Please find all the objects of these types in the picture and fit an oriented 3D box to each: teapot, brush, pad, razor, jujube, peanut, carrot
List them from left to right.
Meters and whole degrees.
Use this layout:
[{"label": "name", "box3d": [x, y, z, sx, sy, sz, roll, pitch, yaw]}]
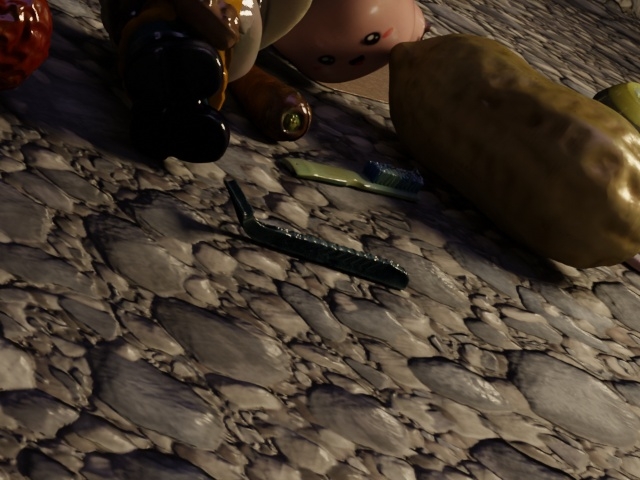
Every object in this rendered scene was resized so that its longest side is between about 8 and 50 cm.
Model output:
[{"label": "jujube", "box3d": [-0.310, -0.181, 1.456, 0.176, 0.112, 0.109, 9, 26, -34]}, {"label": "carrot", "box3d": [-0.061, -0.150, 1.817, 0.055, 0.055, 0.161, 14, 20, -35]}, {"label": "razor", "box3d": [-0.003, 0.005, 1.522, 0.190, 0.033, 0.066, 24, 18, -29]}, {"label": "pad", "box3d": [0.047, -0.209, 2.200, 0.266, 0.002, 0.176, 10, 26, -43]}, {"label": "brush", "box3d": [0.038, -0.067, 1.768, 0.178, 0.030, 0.033, 10, 35, -43]}, {"label": "peanut", "box3d": [0.212, -0.107, 1.896, 0.192, 0.169, 0.387, 14, 22, -51]}, {"label": "teapot", "box3d": [0.412, -0.124, 2.303, 0.165, 0.119, 0.130, 39, 28, 9]}]

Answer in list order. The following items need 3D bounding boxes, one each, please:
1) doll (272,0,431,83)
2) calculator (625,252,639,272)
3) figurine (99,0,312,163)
[{"label": "doll", "box3d": [0.006, -0.299, 2.021, 0.268, 0.284, 0.216, 37, 33, -59]}, {"label": "calculator", "box3d": [0.403, 0.026, 2.037, 0.166, 0.024, 0.103, 9, 25, -39]}, {"label": "figurine", "box3d": [-0.140, -0.200, 1.676, 0.204, 0.185, 0.332, 7, 31, 15]}]
